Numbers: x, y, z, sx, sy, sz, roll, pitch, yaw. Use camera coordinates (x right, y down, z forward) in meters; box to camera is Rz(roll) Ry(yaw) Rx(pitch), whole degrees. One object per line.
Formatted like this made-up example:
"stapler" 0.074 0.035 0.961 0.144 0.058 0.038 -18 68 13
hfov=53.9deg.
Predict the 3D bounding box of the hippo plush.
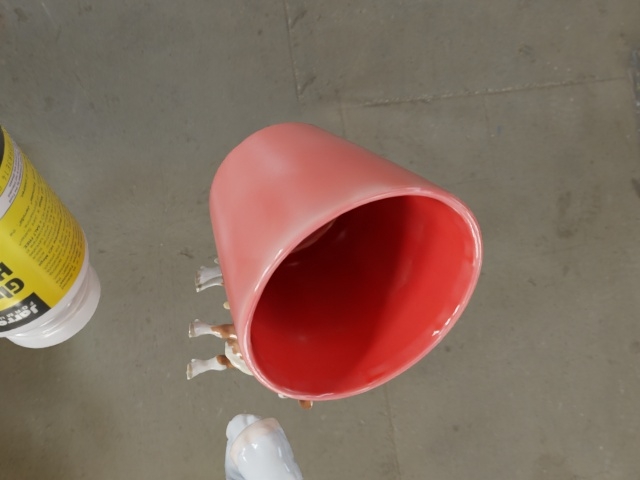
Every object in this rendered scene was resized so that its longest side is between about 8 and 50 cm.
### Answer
"hippo plush" -0.117 0.401 0.824 0.237 0.234 0.294 -26 69 -20

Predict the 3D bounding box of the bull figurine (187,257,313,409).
"bull figurine" -0.096 0.125 0.933 0.189 0.310 0.101 3 124 -8

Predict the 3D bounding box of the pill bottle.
"pill bottle" -0.387 -0.005 0.721 0.188 0.334 0.187 -4 58 6

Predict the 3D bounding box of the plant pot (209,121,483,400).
"plant pot" 0.000 0.000 0.717 0.275 0.243 0.274 -16 130 -20
